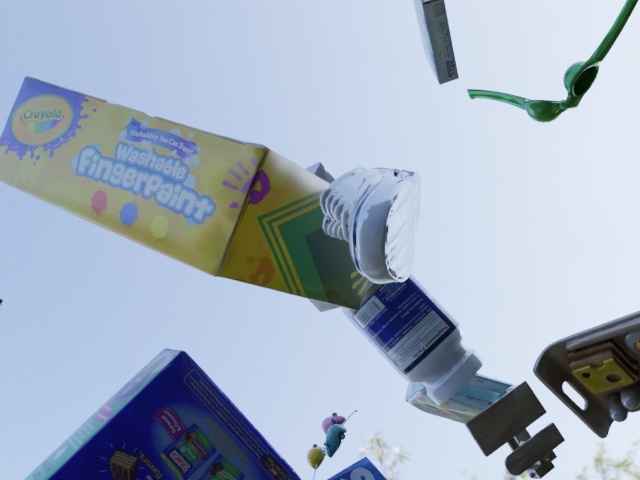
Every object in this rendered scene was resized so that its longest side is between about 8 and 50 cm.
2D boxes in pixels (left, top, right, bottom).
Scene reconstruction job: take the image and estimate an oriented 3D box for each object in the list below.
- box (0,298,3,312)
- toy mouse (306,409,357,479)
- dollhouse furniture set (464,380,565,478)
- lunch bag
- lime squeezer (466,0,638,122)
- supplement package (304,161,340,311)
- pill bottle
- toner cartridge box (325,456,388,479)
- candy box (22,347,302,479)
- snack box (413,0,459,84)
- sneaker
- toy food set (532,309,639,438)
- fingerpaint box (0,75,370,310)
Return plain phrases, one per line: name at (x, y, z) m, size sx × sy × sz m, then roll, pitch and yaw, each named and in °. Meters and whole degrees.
box at (-0.538, 0.170, 0.971) m, size 0.036 × 0.114 × 0.207 m, roll 36°, pitch -117°, yaw -12°
toy mouse at (0.019, 0.374, 1.310) m, size 0.031 × 0.161 × 0.143 m, roll 34°, pitch -73°, yaw -5°
dollhouse furniture set at (0.294, 0.329, 1.088) m, size 0.123 × 0.144 × 0.151 m, roll -29°, pitch -10°, yaw -18°
lunch bag at (0.366, 0.390, 1.705) m, size 0.279 × 0.108 × 0.224 m, roll 15°, pitch -24°, yaw 4°
lime squeezer at (0.341, -0.234, 0.951) m, size 0.058 × 0.110 × 0.310 m, roll 8°, pitch -21°, yaw -31°
supplement package at (0.000, 0.000, 1.564) m, size 0.177 × 0.175 × 0.293 m, roll -20°, pitch -56°, yaw 41°
pill bottle at (0.179, 0.176, 1.294) m, size 0.153 × 0.265 × 0.153 m, roll -41°, pitch -11°, yaw -10°
toner cartridge box at (0.098, 0.459, 0.903) m, size 0.165 × 0.348 × 0.075 m, roll -24°, pitch -55°, yaw -24°
candy box at (-0.227, 0.350, 0.901) m, size 0.317 × 0.122 × 0.268 m, roll -44°, pitch -79°, yaw -26°
snack box at (0.179, -0.332, 1.060) m, size 0.037 × 0.100 × 0.141 m, roll -16°, pitch -49°, yaw 7°
sneaker at (0.043, -0.019, 0.637) m, size 0.091 × 0.258 × 0.094 m, roll 2°, pitch -80°, yaw 11°
toy food set at (0.545, 0.233, 1.123) m, size 0.219 × 0.092 × 0.306 m, roll 42°, pitch -46°, yaw -17°
fingerpaint box at (-0.177, -0.057, 0.979) m, size 0.371 × 0.444 × 0.163 m, roll 23°, pitch -92°, yaw -60°
